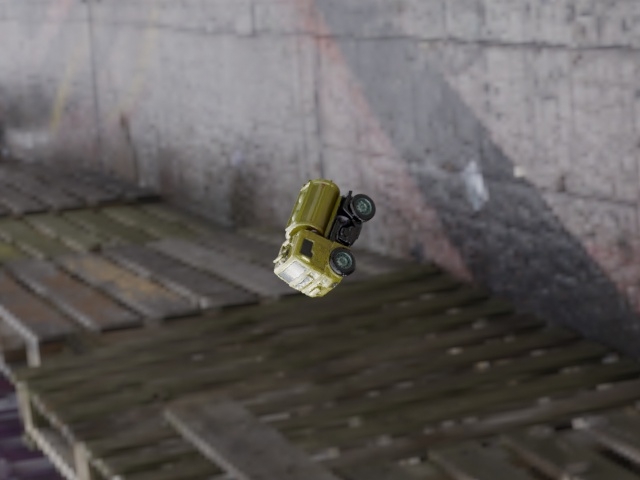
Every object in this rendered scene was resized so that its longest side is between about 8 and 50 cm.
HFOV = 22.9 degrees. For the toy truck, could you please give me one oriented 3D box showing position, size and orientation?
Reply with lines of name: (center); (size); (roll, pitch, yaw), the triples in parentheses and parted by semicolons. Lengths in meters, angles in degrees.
toy truck: (0.000, 0.000, 1.186); (0.049, 0.054, 0.083); (-38, 28, 58)
